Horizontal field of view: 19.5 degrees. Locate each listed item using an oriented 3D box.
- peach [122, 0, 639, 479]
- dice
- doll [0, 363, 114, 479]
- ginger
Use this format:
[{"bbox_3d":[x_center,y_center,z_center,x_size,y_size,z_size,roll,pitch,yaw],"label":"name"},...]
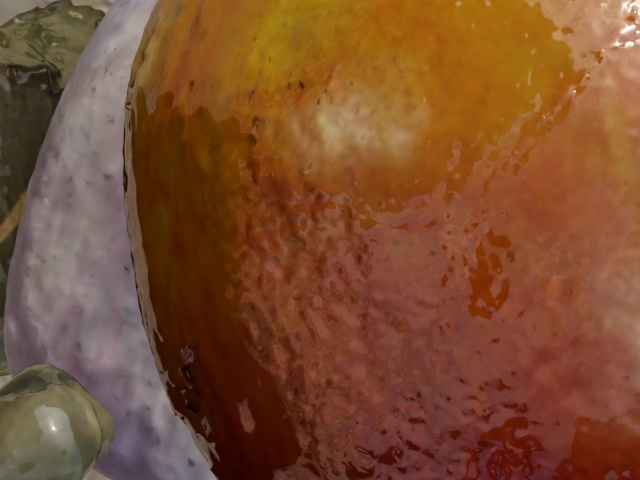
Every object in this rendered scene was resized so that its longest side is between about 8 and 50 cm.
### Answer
[{"bbox_3d":[0.053,-0.007,0.645,0.281,0.238,0.281,-1,93,-23],"label":"peach"},{"bbox_3d":[0.000,0.000,1.043,0.270,0.271,0.270,21,107,10],"label":"dice"},{"bbox_3d":[-0.225,0.083,0.560,0.382,0.252,0.379,58,39,-22],"label":"doll"},{"bbox_3d":[-0.213,-0.029,1.220,0.221,0.130,0.276,25,84,-55],"label":"ginger"}]
